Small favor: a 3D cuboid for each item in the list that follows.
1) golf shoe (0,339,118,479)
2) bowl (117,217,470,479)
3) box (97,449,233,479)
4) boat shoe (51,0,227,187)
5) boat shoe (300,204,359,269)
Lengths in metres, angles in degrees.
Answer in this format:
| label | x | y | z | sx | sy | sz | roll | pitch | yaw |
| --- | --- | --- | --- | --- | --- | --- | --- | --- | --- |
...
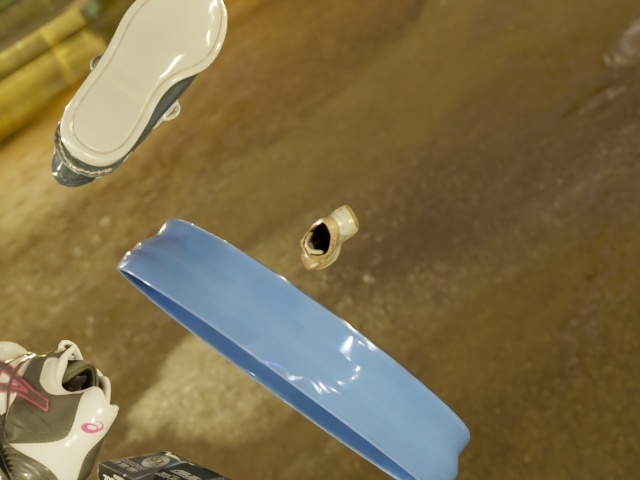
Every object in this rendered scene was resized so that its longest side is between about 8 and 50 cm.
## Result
| label | x | y | z | sx | sy | sz | roll | pitch | yaw |
| --- | --- | --- | --- | --- | --- | --- | --- | --- | --- |
| golf shoe | -0.222 | 0.134 | 1.215 | 0.120 | 0.105 | 0.273 | -44 | 24 | 0 |
| bowl | -0.021 | 0.113 | 1.462 | 0.077 | 0.391 | 0.391 | -54 | 20 | -8 |
| box | -0.122 | 0.282 | 1.326 | 0.077 | 0.147 | 0.180 | -4 | 10 | -39 |
| boat shoe | -0.169 | -0.146 | 1.392 | 0.079 | 0.095 | 0.254 | -41 | 19 | 51 |
| boat shoe | 0.000 | 0.000 | 1.826 | 0.045 | 0.050 | 0.135 | -22 | -18 | -30 |
